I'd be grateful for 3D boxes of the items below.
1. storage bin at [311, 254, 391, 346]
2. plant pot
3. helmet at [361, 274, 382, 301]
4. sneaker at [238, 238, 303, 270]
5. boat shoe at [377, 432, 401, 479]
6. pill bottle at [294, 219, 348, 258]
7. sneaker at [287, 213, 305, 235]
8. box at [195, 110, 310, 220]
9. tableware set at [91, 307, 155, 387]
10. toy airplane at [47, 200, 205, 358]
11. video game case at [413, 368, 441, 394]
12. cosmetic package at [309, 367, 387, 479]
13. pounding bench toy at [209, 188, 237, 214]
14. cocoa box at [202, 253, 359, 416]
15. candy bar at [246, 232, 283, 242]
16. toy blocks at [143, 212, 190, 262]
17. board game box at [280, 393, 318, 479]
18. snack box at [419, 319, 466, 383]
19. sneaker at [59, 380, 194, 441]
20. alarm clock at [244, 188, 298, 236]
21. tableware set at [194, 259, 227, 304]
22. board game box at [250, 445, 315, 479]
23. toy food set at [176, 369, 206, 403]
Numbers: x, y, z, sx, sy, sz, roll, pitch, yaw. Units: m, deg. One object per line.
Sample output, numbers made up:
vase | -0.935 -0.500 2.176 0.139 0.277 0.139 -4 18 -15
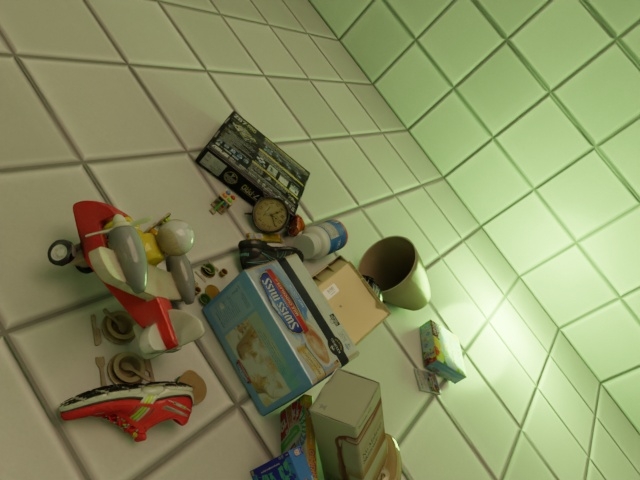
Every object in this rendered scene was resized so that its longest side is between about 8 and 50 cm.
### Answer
storage bin | 0.042 0.224 1.624 0.262 0.123 0.260 -35 84 -31
plant pot | 0.323 0.161 2.031 0.274 0.256 0.256 45 29 -39
helmet | 0.140 0.214 1.819 0.169 0.169 0.161 36 18 -19
sneaker | -0.163 0.067 1.683 0.267 0.101 0.106 13 70 -44
boat shoe | 0.136 0.665 1.383 0.110 0.121 0.341 38 37 -16
pill bottle | 0.000 0.000 1.888 0.124 0.124 0.221 55 34 9
sneaker | -0.081 -0.057 1.869 0.067 0.064 0.175 36 16 -14
box | -0.236 -0.274 1.914 0.395 0.097 0.318 38 37 -17
tableware set | -0.454 0.246 1.188 0.128 0.039 0.194 8 51 -46
toy airplane | -0.386 0.074 1.167 0.384 0.272 0.386 51 -7 -33
video game case | 0.405 0.534 1.928 0.122 0.011 0.087 22 41 -35
cosmetic package | 0.079 0.493 1.296 0.153 0.129 0.296 -48 138 -43
pounding bench toy | -0.324 -0.124 1.687 0.052 0.065 0.083 45 34 -7
cocoa box | -0.112 0.251 1.405 0.228 0.231 0.347 -16 70 -53
candy bar | -0.191 -0.010 1.771 0.161 0.018 0.040 1 53 -49
toy blocks | -0.417 0.003 1.461 0.148 0.054 0.123 46 34 -6
board game box | -0.056 0.535 1.285 0.039 0.124 0.259 19 43 -29
snack box | 0.492 0.447 2.060 0.174 0.070 0.207 34 35 -22
sneaker | -0.399 0.366 1.081 0.279 0.107 0.118 7 77 -35
alarm clock | -0.156 -0.078 1.776 0.192 0.129 0.064 38 2 -1
tableware set | -0.322 0.120 1.483 0.104 0.024 0.154 47 33 -5
board game box | -0.065 0.604 1.174 0.047 0.160 0.210 -1 57 -49
toy food set | -0.317 0.362 1.249 0.083 0.020 0.082 51 33 2
